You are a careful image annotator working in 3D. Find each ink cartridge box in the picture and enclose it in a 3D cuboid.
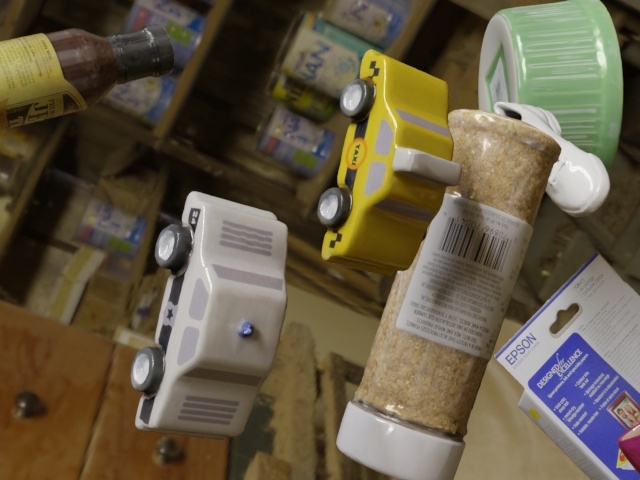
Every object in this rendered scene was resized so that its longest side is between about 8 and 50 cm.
[{"bbox_3d":[0.468,0.221,1.567,0.303,0.307,0.072,-38,-12,-29],"label":"ink cartridge box"}]

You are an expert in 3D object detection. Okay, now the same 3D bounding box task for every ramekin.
[{"bbox_3d":[0.346,-0.224,1.495,0.303,0.148,0.303,177,90,-87],"label":"ramekin"}]

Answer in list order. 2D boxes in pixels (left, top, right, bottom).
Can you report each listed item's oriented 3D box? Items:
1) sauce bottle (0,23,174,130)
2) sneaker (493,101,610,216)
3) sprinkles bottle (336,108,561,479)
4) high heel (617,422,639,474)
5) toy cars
[{"bbox_3d":[-0.359,-0.213,1.243,0.111,0.344,0.111,47,147,44],"label":"sauce bottle"},{"bbox_3d":[0.280,-0.108,1.210,0.080,0.094,0.212,-56,34,23],"label":"sneaker"},{"bbox_3d":[0.127,0.056,0.941,0.121,0.121,0.355,-170,100,-75],"label":"sprinkles bottle"},{"bbox_3d":[0.379,0.056,0.686,0.377,0.181,0.127,-61,-19,7],"label":"high heel"},{"bbox_3d":[0.000,0.000,0.763,0.393,0.176,0.087,-42,27,-25],"label":"toy cars"}]
